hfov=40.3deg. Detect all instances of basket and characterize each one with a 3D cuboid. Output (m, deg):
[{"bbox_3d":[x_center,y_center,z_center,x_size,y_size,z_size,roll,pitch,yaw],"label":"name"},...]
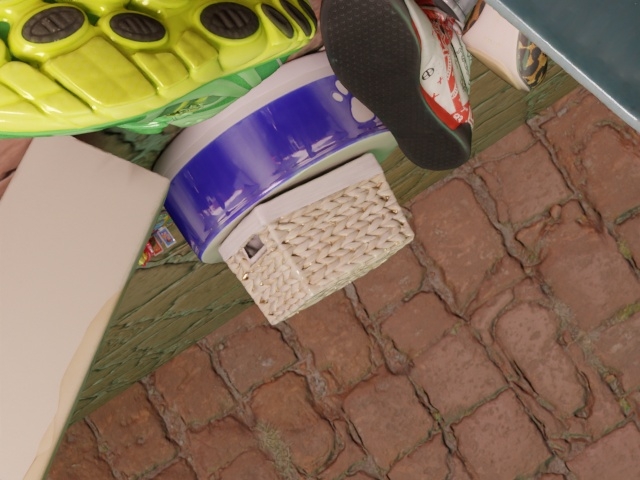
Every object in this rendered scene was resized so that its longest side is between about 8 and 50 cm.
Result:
[{"bbox_3d":[0.000,0.000,0.899,0.167,0.103,0.113,-28,172,-35],"label":"basket"}]

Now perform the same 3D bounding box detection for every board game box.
[{"bbox_3d":[-0.249,0.023,1.100,0.169,0.033,0.133,-34,173,11],"label":"board game box"}]

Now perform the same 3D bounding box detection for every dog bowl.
[{"bbox_3d":[-0.046,-0.087,0.956,0.265,0.104,0.265,-32,172,-5],"label":"dog bowl"}]

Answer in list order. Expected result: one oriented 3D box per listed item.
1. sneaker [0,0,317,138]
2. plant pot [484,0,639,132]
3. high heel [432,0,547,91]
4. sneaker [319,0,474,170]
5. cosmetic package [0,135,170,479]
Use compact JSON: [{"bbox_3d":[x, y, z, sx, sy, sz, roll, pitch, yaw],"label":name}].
[{"bbox_3d":[-0.117,-0.103,0.539,0.295,0.109,0.123,-25,165,-49],"label":"sneaker"},{"bbox_3d":[0.257,-0.269,0.579,0.252,0.247,0.248,-49,178,-19],"label":"plant pot"},{"bbox_3d":[0.210,-0.245,0.813,0.186,0.093,0.261,-51,152,8],"label":"high heel"},{"bbox_3d":[0.079,-0.197,0.847,0.090,0.145,0.270,-10,146,26],"label":"sneaker"},{"bbox_3d":[-0.231,0.088,0.667,0.160,0.113,0.309,132,-21,-62],"label":"cosmetic package"}]
